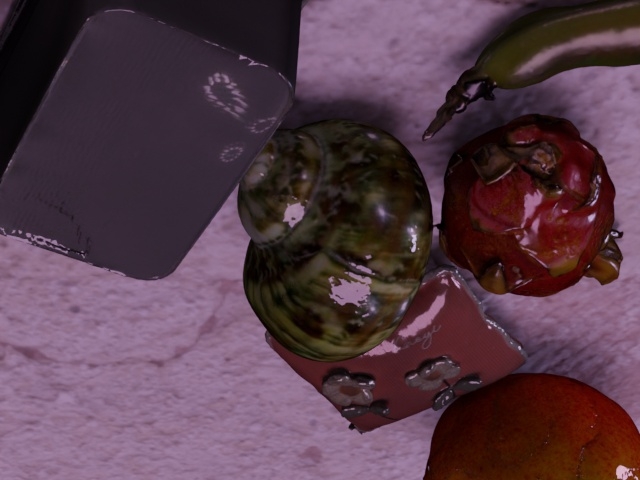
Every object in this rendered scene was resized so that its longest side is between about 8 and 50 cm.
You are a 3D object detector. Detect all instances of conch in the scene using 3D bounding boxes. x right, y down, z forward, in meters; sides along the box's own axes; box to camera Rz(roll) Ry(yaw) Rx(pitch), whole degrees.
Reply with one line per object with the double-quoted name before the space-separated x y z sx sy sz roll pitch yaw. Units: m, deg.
"conch" -0.002 0.001 0.839 0.187 0.124 0.181 -4 109 49

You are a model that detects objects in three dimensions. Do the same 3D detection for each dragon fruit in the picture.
"dragon fruit" 0.169 -0.011 0.865 0.125 0.125 0.246 6 171 37

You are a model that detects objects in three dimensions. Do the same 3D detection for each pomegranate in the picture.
"pomegranate" 0.190 0.228 1.041 0.210 0.235 0.210 10 132 11

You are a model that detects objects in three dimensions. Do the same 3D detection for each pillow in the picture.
"pillow" 0.069 0.099 1.002 0.179 0.075 0.171 -24 136 21

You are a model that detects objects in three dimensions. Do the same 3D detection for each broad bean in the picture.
"broad bean" 0.221 -0.133 0.766 0.325 0.067 0.075 -8 108 8

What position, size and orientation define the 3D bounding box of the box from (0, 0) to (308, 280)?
"box" -0.111 -0.093 0.727 0.163 0.135 0.243 20 134 -24
